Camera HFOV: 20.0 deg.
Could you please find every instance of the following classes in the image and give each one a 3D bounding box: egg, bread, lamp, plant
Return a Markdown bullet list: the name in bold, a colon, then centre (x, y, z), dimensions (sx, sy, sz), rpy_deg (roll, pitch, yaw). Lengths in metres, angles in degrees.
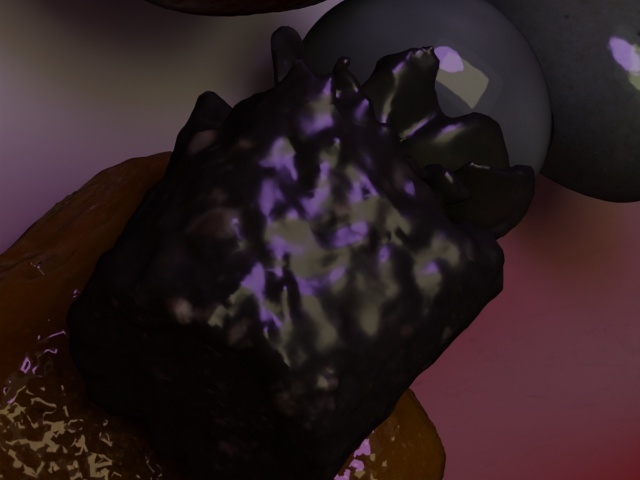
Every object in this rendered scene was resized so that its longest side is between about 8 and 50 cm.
- **egg**: centre (0.206, -0.134, 1.422), dimensions (0.169, 0.169, 0.236), rpy_deg (-15, 54, -42)
- **bread**: centre (-0.088, 0.137, 1.094), dimensions (0.337, 0.148, 0.328), rpy_deg (54, 48, -8)
- **lamp**: centre (0.053, -0.070, 1.288), dimensions (0.198, 0.198, 0.244), rpy_deg (44, 73, -18)
- **plant**: centre (0.000, 0.000, 1.004), dimensions (0.199, 0.188, 0.276), rpy_deg (45, 51, -9)

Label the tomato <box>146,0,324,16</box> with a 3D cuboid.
- **tomato**: centre (-0.059, -0.300, 1.184), dimensions (0.282, 0.316, 0.317), rpy_deg (75, 32, -47)
